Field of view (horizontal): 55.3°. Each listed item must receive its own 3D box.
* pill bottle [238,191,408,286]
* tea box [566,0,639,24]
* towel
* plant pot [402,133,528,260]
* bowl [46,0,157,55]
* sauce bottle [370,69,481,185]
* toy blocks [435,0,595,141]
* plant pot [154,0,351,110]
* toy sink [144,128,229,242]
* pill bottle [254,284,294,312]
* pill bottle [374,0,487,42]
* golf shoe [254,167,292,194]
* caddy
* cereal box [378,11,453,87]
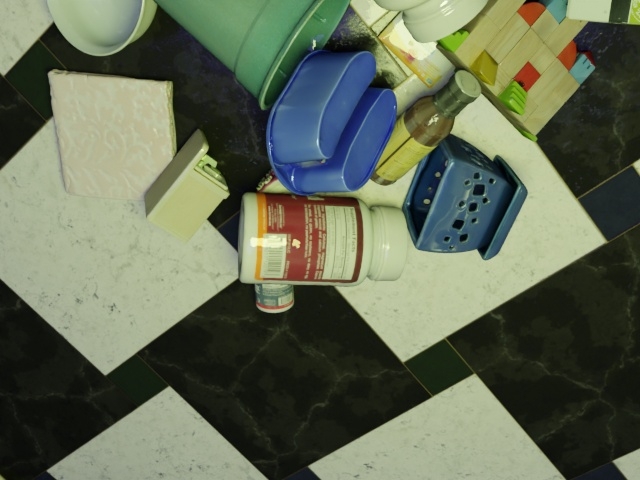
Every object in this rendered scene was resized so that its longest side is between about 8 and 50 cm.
[{"bbox_3d":[0.000,0.000,1.503,0.392,0.224,0.224,3,116,-11],"label":"pill bottle"},{"bbox_3d":[0.645,-0.581,1.085,0.324,0.220,0.329,15,138,29],"label":"tea box"},{"bbox_3d":[-0.528,-0.264,1.579,0.317,0.053,0.331,5,116,4],"label":"towel"},{"bbox_3d":[0.341,-0.102,1.448,0.212,0.236,0.235,15,116,-7],"label":"plant pot"},{"bbox_3d":[-0.465,-0.568,1.365,0.298,0.134,0.297,10,113,26],"label":"bowl"},{"bbox_3d":[0.225,-0.248,1.382,0.111,0.111,0.344,38,142,-10],"label":"sauce bottle"},{"bbox_3d":[0.444,-0.421,1.312,0.381,0.190,0.261,35,101,-27],"label":"toy blocks"},{"bbox_3d":[-0.153,-0.511,1.285,0.334,0.341,0.341,37,114,0],"label":"plant pot"},{"bbox_3d":[-0.318,-0.137,1.531,0.131,0.153,0.234,35,101,-29],"label":"toy sink"},{"bbox_3d":[-0.128,0.095,1.661,0.108,0.108,0.180,2,114,7],"label":"pill bottle"},{"bbox_3d":[0.148,-0.586,1.131,0.229,0.229,0.407,-30,122,19],"label":"pill bottle"},{"bbox_3d":[-0.031,-0.161,1.531,0.306,0.115,0.140,-33,110,21],"label":"golf shoe"},{"bbox_3d":[0.016,-0.257,1.327,0.179,0.341,0.241,7,150,39],"label":"caddy"},{"bbox_3d":[0.273,-0.490,1.373,0.173,0.047,0.240,40,113,-13],"label":"cereal box"}]
